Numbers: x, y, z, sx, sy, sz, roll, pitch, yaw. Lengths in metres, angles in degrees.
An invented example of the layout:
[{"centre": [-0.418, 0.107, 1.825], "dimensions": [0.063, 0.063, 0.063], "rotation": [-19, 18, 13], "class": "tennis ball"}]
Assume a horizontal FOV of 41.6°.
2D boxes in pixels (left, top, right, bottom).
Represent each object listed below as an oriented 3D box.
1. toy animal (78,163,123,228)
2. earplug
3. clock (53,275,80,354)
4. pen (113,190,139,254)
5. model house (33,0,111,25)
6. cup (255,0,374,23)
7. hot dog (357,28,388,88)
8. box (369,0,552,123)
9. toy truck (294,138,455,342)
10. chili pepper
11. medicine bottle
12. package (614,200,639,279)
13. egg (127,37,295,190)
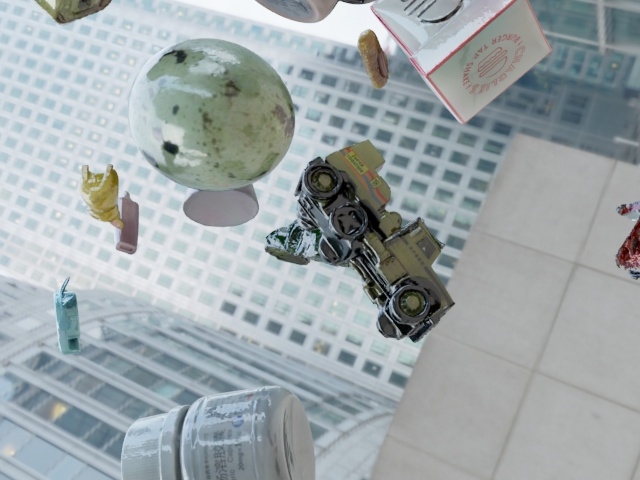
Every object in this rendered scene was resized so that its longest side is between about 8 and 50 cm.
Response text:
[{"centre": [-0.391, -0.063, 1.527], "dimensions": [0.159, 0.070, 0.083], "rotation": [93, 175, -60], "class": "toy animal"}, {"centre": [-0.230, -0.202, 1.962], "dimensions": [0.172, 0.172, 0.301], "rotation": [62, -159, -59], "class": "earplug"}, {"centre": [-0.493, 0.142, 1.639], "dimensions": [0.045, 0.108, 0.147], "rotation": [-6, -47, -19], "class": "clock"}, {"centre": [-0.384, -0.043, 1.663], "dimensions": [0.032, 0.053, 0.197], "rotation": [-56, 28, 27], "class": "pen"}, {"centre": [-0.430, -0.544, 1.589], "dimensions": [0.321, 0.261, 0.266], "rotation": [-39, -12, -39], "class": "model house"}, {"centre": [0.003, -0.461, 1.359], "dimensions": [0.191, 0.253, 0.200], "rotation": [135, 159, -81], "class": "cup"}, {"centre": [0.130, -0.423, 1.965], "dimensions": [0.216, 0.047, 0.066], "rotation": [57, -129, -66], "class": "hot dog"}, {"centre": [0.367, -0.554, 2.214], "dimensions": [0.314, 0.300, 0.312], "rotation": [-40, -30, 12], "class": "box"}, {"centre": [0.076, 0.004, 1.074], "dimensions": [0.127, 0.257, 0.127], "rotation": [-29, -13, -18], "class": "toy truck"}, {"centre": [0.003, -0.007, 1.671], "dimensions": [0.148, 0.264, 0.116], "rotation": [12, -96, -35], "class": "chili pepper"}, {"centre": [-0.182, 0.405, 1.545], "dimensions": [0.245, 0.306, 0.245], "rotation": [-12, -90, -77], "class": "medicine bottle"}, {"centre": [0.652, -0.025, 1.487], "dimensions": [0.071, 0.269, 0.194], "rotation": [12, -105, -42], "class": "package"}, {"centre": [-0.202, -0.231, 1.583], "dimensions": [0.287, 0.379, 0.288], "rotation": [-21, -56, -35], "class": "egg"}]
